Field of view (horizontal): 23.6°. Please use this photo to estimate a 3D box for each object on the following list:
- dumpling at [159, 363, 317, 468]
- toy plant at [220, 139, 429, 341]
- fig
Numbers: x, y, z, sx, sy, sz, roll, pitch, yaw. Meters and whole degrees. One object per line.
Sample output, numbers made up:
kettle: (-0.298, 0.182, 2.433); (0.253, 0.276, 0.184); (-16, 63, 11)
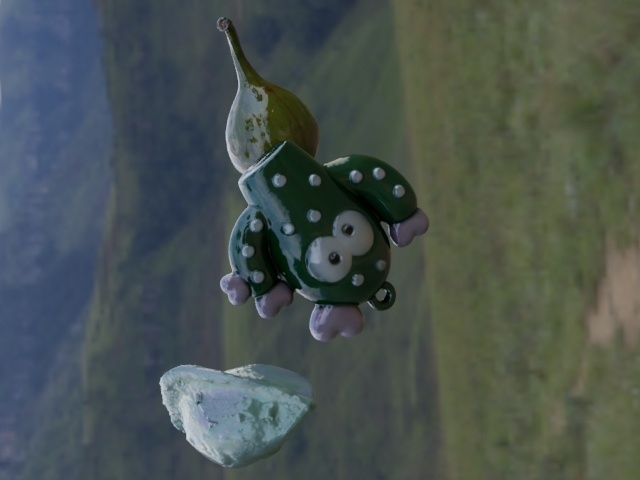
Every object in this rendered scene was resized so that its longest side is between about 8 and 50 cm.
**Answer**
dumpling: (-0.097, 0.194, 1.702); (0.216, 0.149, 0.105); (-28, 64, 47)
toy plant: (0.004, -0.002, 1.844); (0.233, 0.243, 0.112); (-69, 18, -6)
fig: (-0.087, -0.184, 1.986); (0.124, 0.124, 0.236); (-98, -17, -66)
